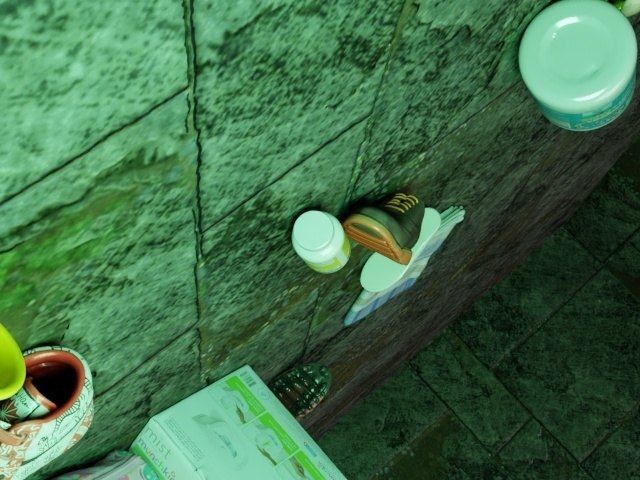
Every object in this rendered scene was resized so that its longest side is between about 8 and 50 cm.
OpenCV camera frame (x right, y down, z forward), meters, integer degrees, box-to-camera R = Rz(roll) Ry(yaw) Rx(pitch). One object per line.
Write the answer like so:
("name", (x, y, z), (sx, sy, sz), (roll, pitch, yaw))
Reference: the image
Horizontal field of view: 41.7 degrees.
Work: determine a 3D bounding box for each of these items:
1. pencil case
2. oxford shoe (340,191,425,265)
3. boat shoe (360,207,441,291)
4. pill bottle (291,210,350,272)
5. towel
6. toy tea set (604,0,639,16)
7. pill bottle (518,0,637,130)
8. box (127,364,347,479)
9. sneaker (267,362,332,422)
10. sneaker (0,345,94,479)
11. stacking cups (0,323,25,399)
("pencil case", (-0.328, 0.363, 1.094), (0.124, 0.124, 0.284), (-48, 163, 19))
("oxford shoe", (0.094, -0.031, 1.193), (0.098, 0.097, 0.271), (-64, 169, 0))
("boat shoe", (0.144, 0.018, 1.481), (0.184, 0.066, 0.063), (-54, 164, 2))
("pill bottle", (0.000, 0.000, 1.039), (0.065, 0.065, 0.116), (-42, 166, -3))
("towel", (0.165, 0.055, 1.677), (0.209, 0.034, 0.285), (-30, 160, -38))
("toy tea set", (0.521, -0.391, 1.184), (0.336, 0.124, 0.200), (-38, 164, -18))
("pill bottle", (0.363, -0.234, 1.172), (0.146, 0.146, 0.264), (-47, 165, 13))
("box", (-0.129, 0.360, 1.322), (0.231, 0.262, 0.126), (-24, 157, -52))
("sneaker", (-0.079, 0.346, 1.729), (0.276, 0.097, 0.135), (-44, 165, 11))
("sneaker", (-0.313, 0.193, 0.729), (0.270, 0.090, 0.145), (-36, 163, -37))
("stacking cups", (-0.341, 0.177, 0.592), (0.316, 0.096, 0.096), (-46, 165, 12))
